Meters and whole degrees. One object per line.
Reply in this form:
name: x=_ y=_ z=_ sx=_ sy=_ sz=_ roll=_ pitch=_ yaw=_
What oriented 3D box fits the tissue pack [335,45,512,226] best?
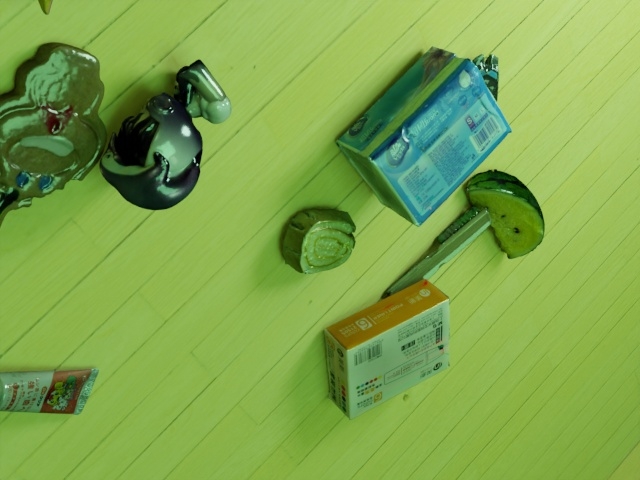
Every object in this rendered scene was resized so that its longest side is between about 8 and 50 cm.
tissue pack: x=0.193 y=-0.193 z=1.762 sx=0.263 sy=0.146 sz=0.198 roll=-45 pitch=128 yaw=-7

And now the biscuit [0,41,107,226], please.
biscuit: x=-0.406 y=-0.124 z=1.341 sx=0.320 sy=0.047 sz=0.183 roll=-49 pitch=135 yaw=-5

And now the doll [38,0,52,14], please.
doll: x=-0.261 y=-0.413 z=1.207 sx=0.269 sy=0.162 sz=0.167 roll=-28 pitch=148 yaw=-14

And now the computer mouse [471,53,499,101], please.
computer mouse: x=0.310 y=-0.307 z=1.886 sx=0.079 sy=0.047 sz=0.135 roll=-6 pitch=122 yaw=-25

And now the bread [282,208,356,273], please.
bread: x=0.000 y=0.000 z=1.783 sx=0.156 sy=0.064 sz=0.117 roll=-2 pitch=121 yaw=-44

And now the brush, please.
brush: x=0.250 y=0.027 z=2.052 sx=0.282 sy=0.048 sz=0.054 roll=-41 pitch=135 yaw=-5

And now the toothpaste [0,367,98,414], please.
toothpaste: x=-0.459 y=0.240 z=1.524 sx=0.234 sy=0.057 sz=0.089 roll=12 pitch=106 yaw=-54

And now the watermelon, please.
watermelon: x=0.417 y=-0.063 z=2.116 sx=0.129 sy=0.123 sz=0.301 roll=-35 pitch=137 yaw=9

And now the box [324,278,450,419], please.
box: x=0.146 y=0.231 z=2.028 sx=0.274 sy=0.091 sz=0.221 roll=-22 pitch=132 yaw=-24

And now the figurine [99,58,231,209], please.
figurine: x=-0.222 y=-0.147 z=1.423 sx=0.222 sy=0.145 sz=0.145 roll=-51 pitch=139 yaw=-15
